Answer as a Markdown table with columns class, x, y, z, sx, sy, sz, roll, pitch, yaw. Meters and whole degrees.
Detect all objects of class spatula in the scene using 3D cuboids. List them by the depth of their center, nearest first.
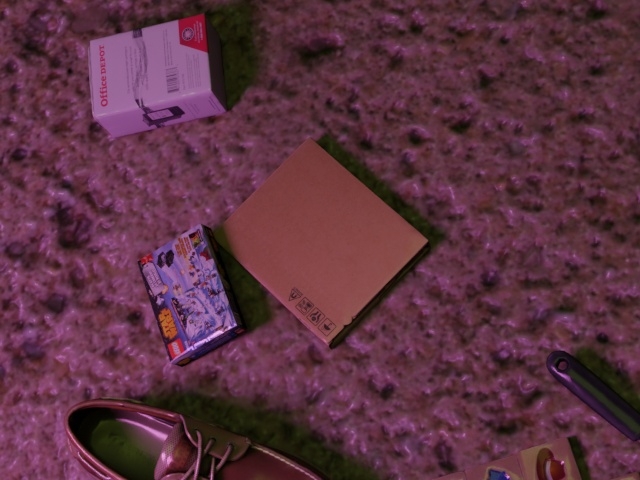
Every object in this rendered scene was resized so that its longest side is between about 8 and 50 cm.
| class | x | y | z | sx | sy | sz | roll | pitch | yaw |
| --- | --- | --- | --- | --- | --- | --- | --- | --- | --- |
| spatula | 0.344 | 0.209 | 1.596 | 0.296 | 0.030 | 0.084 | 40 | 86 | 25 |

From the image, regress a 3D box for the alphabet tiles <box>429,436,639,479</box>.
| class | x | y | z | sx | sy | sz | roll | pitch | yaw |
| --- | --- | --- | --- | --- | --- | --- | --- | --- | --- |
| alphabet tiles | 0.184 | 0.365 | 1.591 | 0.342 | 0.011 | 0.285 | -19 | 65 | 8 |

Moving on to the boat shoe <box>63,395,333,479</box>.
| class | x | y | z | sx | sy | sz | roll | pitch | yaw |
| --- | --- | --- | --- | --- | --- | --- | --- | --- | --- |
| boat shoe | -0.134 | 0.246 | 1.668 | 0.324 | 0.116 | 0.123 | 12 | 73 | 20 |

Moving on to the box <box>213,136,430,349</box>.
| class | x | y | z | sx | sy | sz | roll | pitch | yaw |
| --- | --- | --- | --- | --- | --- | --- | --- | --- | --- |
| box | 0.000 | 0.000 | 1.782 | 0.164 | 0.021 | 0.201 | -45 | 64 | -5 |

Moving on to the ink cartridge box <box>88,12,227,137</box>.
| class | x | y | z | sx | sy | sz | roll | pitch | yaw |
| --- | --- | --- | --- | --- | --- | --- | --- | --- | --- |
| ink cartridge box | -0.196 | -0.197 | 1.892 | 0.150 | 0.063 | 0.109 | -12 | 67 | 12 |

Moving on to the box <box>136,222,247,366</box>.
| class | x | y | z | sx | sy | sz | roll | pitch | yaw |
| --- | --- | --- | --- | --- | --- | --- | --- | --- | --- |
| box | -0.146 | 0.062 | 1.785 | 0.094 | 0.027 | 0.137 | -29 | 64 | 17 |
